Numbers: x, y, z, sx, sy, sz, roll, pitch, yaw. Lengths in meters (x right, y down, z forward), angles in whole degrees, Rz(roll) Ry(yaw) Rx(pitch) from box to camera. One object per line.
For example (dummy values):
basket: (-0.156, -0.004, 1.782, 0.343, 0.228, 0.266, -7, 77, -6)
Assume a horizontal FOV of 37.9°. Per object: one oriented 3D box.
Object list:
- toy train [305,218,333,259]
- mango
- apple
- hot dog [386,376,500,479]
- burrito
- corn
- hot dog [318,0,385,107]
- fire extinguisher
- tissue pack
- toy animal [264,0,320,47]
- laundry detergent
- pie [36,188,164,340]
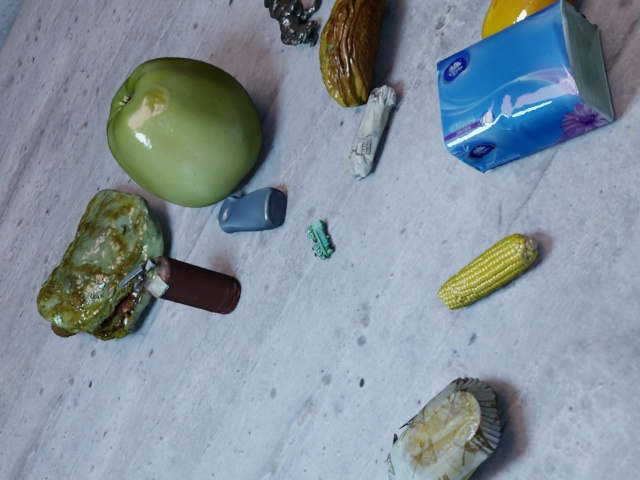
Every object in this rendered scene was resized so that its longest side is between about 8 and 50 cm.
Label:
toy train: (0.000, 0.000, 1.968, 0.045, 0.029, 0.092, -34, 56, 13)
mango: (0.372, -0.423, 1.690, 0.219, 0.112, 0.145, -51, 45, 36)
apple: (-0.317, -0.260, 2.166, 0.357, 0.357, 0.358, -18, 63, 40)
hot dog: (0.211, 0.349, 1.587, 0.270, 0.081, 0.163, -49, 37, 31)
burrito: (0.103, -0.222, 1.921, 0.064, 0.064, 0.203, 24, 94, 47)
corn: (0.290, 0.055, 1.621, 0.206, 0.067, 0.067, -38, 51, 29)
hot dog: (0.065, -0.415, 1.971, 0.196, 0.122, 0.272, 152, 131, -78)
fire extinguisher: (-0.309, 0.099, 2.067, 0.104, 0.269, 0.105, -17, 64, 40)
tissue pack: (0.347, -0.261, 1.621, 0.263, 0.146, 0.198, -22, 60, 39)
toy animal: (-0.073, -0.550, 2.204, 0.148, 0.084, 0.233, -56, 48, 17)
laundry detergent: (-0.169, -0.062, 2.139, 0.206, 0.061, 0.097, -10, 74, 44)
pie: (-0.560, 0.049, 2.416, 0.395, 0.180, 0.418, -2, 67, 46)
